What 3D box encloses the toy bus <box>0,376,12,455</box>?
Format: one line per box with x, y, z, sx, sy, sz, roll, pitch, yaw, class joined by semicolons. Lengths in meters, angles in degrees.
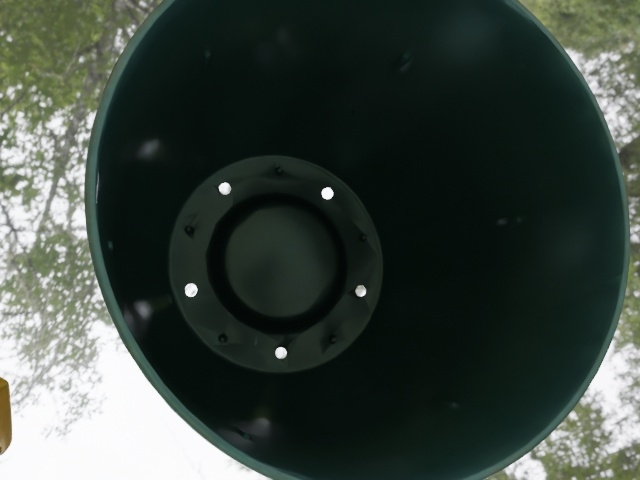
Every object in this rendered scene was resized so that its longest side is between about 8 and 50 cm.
-0.450;0.247;0.706;0.130;0.108;0.332;18;-148;14;toy bus

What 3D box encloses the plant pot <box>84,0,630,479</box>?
0.000;0.000;0.481;0.293;0.235;0.292;3;-101;-17;plant pot
